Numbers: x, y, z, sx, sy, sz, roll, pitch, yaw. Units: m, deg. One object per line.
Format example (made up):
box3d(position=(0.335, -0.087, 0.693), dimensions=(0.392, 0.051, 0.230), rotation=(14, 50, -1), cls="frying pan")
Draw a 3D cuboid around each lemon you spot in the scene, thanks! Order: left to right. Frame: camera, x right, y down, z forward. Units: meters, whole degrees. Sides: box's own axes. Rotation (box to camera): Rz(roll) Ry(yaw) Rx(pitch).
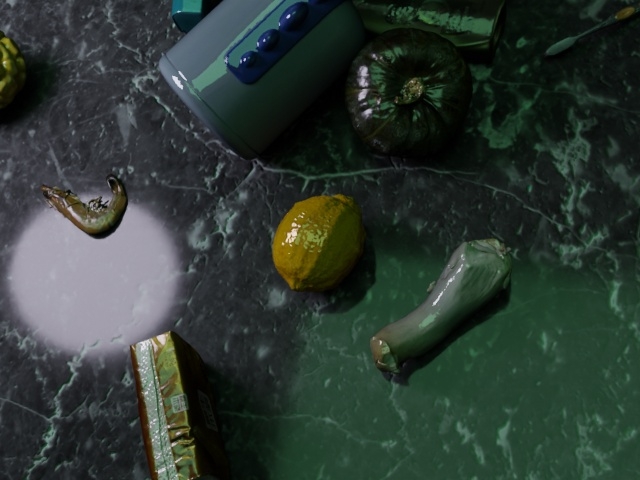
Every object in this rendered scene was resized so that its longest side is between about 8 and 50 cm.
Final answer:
box3d(position=(0.000, 0.000, 1.206), dimensions=(0.142, 0.142, 0.187), rotation=(29, 73, 22), cls="lemon")

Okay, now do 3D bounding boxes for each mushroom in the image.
box3d(position=(0.189, 0.102, 1.146), dimensions=(0.278, 0.096, 0.099), rotation=(-43, 64, -1), cls="mushroom")

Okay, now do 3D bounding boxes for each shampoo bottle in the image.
box3d(position=(0.158, -0.415, 1.365), dimensions=(0.350, 0.084, 0.125), rotation=(17, 76, 20), cls="shampoo bottle")

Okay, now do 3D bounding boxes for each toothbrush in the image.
box3d(position=(0.537, -0.398, 1.294), dimensions=(0.321, 0.031, 0.023), rotation=(-27, 93, 3), cls="toothbrush")

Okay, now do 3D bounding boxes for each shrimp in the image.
box3d(position=(-0.447, -0.089, 1.409), dimensions=(0.178, 0.034, 0.124), rotation=(34, 77, 21), cls="shrimp")

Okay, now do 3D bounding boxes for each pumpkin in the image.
box3d(position=(0.148, -0.248, 1.243), dimensions=(0.224, 0.157, 0.223), rotation=(0, 93, -8), cls="pumpkin")

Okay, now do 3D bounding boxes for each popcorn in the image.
box3d(position=(-0.704, -0.345, 1.512), dimensions=(0.200, 0.226, 0.203), rotation=(26, 31, -11), cls="popcorn")

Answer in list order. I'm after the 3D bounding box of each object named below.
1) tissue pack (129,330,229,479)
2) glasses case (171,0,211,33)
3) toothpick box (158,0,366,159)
box3d(position=(-0.213, 0.272, 1.124), dimensions=(0.092, 0.183, 0.226), rotation=(-20, 66, 1), cls="tissue pack")
box3d(position=(-0.247, -0.567, 1.470), dimensions=(0.070, 0.117, 0.300), rotation=(2, 80, -1), cls="glasses case")
box3d(position=(-0.076, -0.334, 1.268), dimensions=(0.355, 0.263, 0.263), rotation=(-42, 65, 4), cls="toothpick box")
